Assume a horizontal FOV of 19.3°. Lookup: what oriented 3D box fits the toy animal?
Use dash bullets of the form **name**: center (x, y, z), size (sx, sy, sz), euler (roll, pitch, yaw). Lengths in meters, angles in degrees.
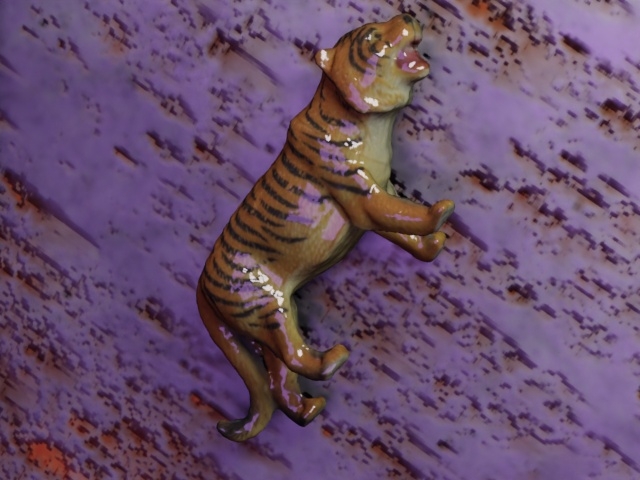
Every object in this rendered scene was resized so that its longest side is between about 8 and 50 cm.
- **toy animal**: center (0.000, 0.000, 0.936), size (0.099, 0.057, 0.241), euler (41, 115, 12)
